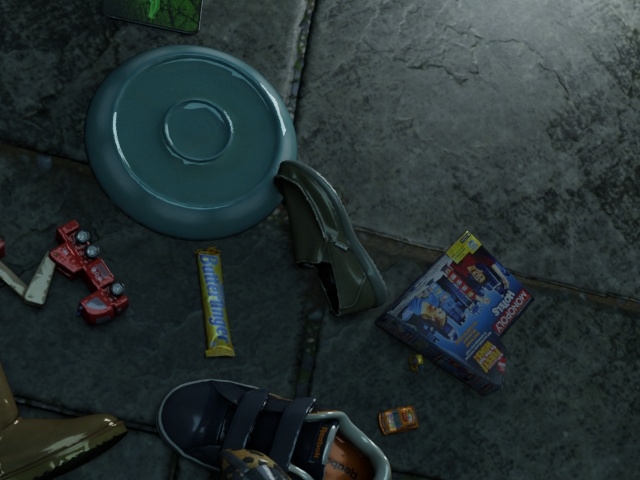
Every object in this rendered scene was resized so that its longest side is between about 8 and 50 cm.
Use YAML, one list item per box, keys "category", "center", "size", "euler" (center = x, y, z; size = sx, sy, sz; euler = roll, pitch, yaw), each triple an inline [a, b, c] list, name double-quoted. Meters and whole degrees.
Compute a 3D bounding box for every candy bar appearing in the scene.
- category: "candy bar"
  center: [-0.149, 0.085, 1.448]
  size: [0.040, 0.018, 0.161]
  euler: [-3, 72, -18]

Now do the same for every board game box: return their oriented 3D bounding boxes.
- category: "board game box"
  center: [0.215, 0.121, 1.523]
  size: [0.194, 0.060, 0.194]
  euler: [47, 64, 2]

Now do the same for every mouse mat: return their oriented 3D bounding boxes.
- category: "mouse mat"
  center: [-0.253, -0.413, 1.609]
  size: [0.153, 0.007, 0.189]
  euler: [9, 67, -14]

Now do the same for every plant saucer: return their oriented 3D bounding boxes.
- category: "plant saucer"
  center: [-0.182, -0.155, 1.515]
  size: [0.318, 0.043, 0.317]
  euler: [5, 69, -15]

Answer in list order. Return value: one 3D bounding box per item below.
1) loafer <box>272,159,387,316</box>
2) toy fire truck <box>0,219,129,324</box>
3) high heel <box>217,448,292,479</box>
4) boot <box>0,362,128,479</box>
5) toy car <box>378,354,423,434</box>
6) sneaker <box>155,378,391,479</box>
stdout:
- category: "loafer"
  center: [0.000, 0.000, 1.479]
  size: [0.087, 0.094, 0.251]
  euler: [-32, 88, -19]
- category: "toy fire truck"
  center: [-0.359, 0.043, 1.382]
  size: [0.135, 0.047, 0.192]
  euler: [-32, 83, -24]
- category: "high heel"
  center: [-0.036, 0.363, 1.310]
  size: [0.093, 0.261, 0.186]
  euler: [-41, 50, -19]
- category: "boot"
  center: [-0.400, 0.177, 1.296]
  size: [0.236, 0.089, 0.269]
  euler: [-23, 77, -21]
- category: "toy car"
  center: [0.116, 0.215, 1.468]
  size: [0.060, 0.040, 0.122]
  euler: [9, 68, -14]
- category: "sneaker"
  center: [-0.054, 0.257, 1.355]
  size: [0.321, 0.127, 0.126]
  euler: [20, 67, -8]
